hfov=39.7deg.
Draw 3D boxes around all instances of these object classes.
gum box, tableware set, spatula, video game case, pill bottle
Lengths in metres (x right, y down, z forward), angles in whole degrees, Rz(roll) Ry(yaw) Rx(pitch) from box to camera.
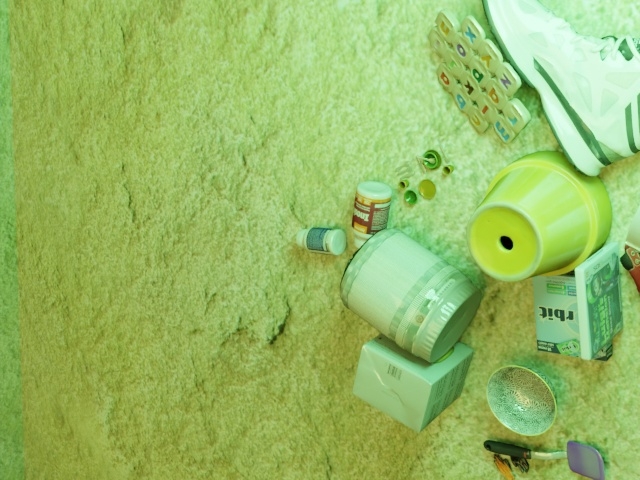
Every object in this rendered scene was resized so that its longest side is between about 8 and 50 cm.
[{"bbox_3d":[0.533,0.155,1.881,0.157,0.041,0.184,6,112,37],"label":"gum box"},{"bbox_3d":[0.236,-0.145,2.014,0.154,0.024,0.104,-26,91,42],"label":"tableware set"},{"bbox_3d":[0.509,0.491,2.041,0.296,0.030,0.084,1,107,35],"label":"spatula"},{"bbox_3d":[0.555,0.118,1.758,0.022,0.173,0.190,5,111,40],"label":"video game case"},{"bbox_3d":[0.000,0.000,2.237,0.120,0.067,0.067,7,112,37],"label":"pill bottle"},{"bbox_3d":[0.119,-0.057,2.103,0.086,0.086,0.152,23,121,31],"label":"pill bottle"}]

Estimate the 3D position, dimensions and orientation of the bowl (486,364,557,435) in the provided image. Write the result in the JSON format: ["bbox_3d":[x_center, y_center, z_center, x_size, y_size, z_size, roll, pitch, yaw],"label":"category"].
[{"bbox_3d":[0.465,0.343,1.988,0.170,0.080,0.170,16,117,33],"label":"bowl"}]

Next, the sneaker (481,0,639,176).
[{"bbox_3d":[0.500,-0.363,1.644,0.257,0.169,0.447,-29,96,34],"label":"sneaker"}]

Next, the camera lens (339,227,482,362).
[{"bbox_3d":[0.198,0.119,2.020,0.274,0.219,0.219,35,127,24],"label":"camera lens"}]

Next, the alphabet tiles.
[{"bbox_3d":[0.315,-0.328,1.779,0.284,0.021,0.278,55,168,9],"label":"alphabet tiles"}]

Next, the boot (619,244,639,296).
[{"bbox_3d":[0.641,0.070,1.657,0.244,0.088,0.176,135,109,-85],"label":"boot"}]

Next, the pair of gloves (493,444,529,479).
[{"bbox_3d":[0.456,0.532,2.120,0.074,0.010,0.083,54,129,10],"label":"pair of gloves"}]

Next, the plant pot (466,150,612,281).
[{"bbox_3d":[0.417,-0.030,1.769,0.254,0.239,0.254,17,119,34],"label":"plant pot"}]

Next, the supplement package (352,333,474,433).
[{"bbox_3d":[0.219,0.309,2.093,0.194,0.203,0.149,27,123,28],"label":"supplement package"}]

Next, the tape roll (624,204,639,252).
[{"bbox_3d":[0.672,-0.055,1.546,0.169,0.246,0.246,32,125,25],"label":"tape roll"}]
